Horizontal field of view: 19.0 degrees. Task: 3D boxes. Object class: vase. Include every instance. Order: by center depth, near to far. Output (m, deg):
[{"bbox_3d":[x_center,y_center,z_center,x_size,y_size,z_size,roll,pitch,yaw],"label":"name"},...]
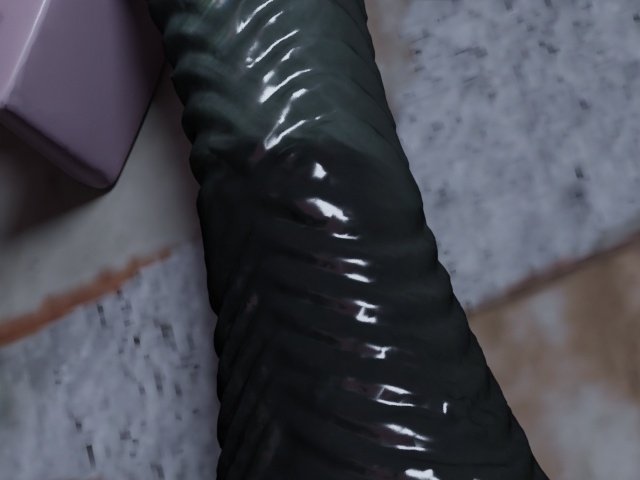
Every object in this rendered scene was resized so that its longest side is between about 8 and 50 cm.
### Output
[{"bbox_3d":[0.000,0.000,0.532,0.115,0.115,0.237,-20,63,14],"label":"vase"}]

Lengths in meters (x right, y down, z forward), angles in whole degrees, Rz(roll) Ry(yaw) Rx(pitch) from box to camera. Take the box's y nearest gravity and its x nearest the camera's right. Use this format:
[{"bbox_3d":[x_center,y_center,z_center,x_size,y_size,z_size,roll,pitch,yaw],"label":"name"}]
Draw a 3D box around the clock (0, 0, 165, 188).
[{"bbox_3d":[-0.173,-0.172,0.669,0.275,0.080,0.290,3,74,22],"label":"clock"}]
